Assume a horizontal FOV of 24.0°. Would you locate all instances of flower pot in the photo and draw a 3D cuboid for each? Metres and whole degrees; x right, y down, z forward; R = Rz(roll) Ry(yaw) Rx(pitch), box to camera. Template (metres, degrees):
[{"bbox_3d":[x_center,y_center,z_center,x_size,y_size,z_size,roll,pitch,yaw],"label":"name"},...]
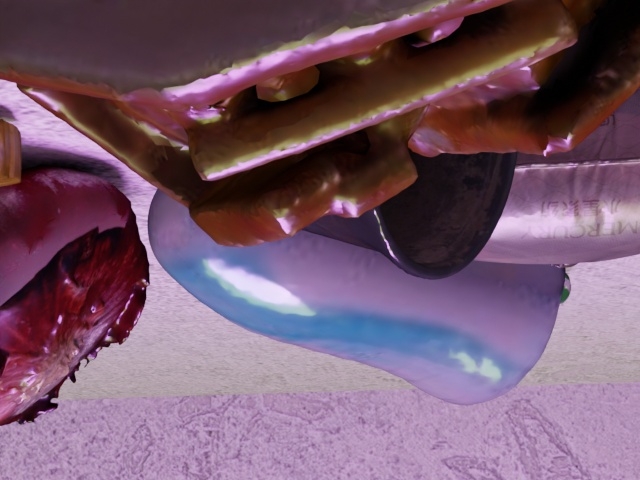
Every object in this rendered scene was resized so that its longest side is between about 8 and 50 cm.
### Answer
[{"bbox_3d":[0.029,-0.061,0.835,0.107,0.157,0.157,6,175,38],"label":"flower pot"}]

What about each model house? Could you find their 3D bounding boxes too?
[{"bbox_3d":[0.022,-0.084,0.531,0.220,0.199,0.229,26,173,25],"label":"model house"}]

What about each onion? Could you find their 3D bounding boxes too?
[{"bbox_3d":[-0.273,0.035,1.185,0.272,0.195,0.272,-41,160,-18],"label":"onion"}]

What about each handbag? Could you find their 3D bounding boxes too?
[{"bbox_3d":[0.170,-0.041,1.025,0.271,0.117,0.182,-3,177,2],"label":"handbag"}]

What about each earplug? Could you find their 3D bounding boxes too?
[{"bbox_3d":[0.012,0.008,1.159,0.324,0.185,0.185,17,160,-37],"label":"earplug"}]

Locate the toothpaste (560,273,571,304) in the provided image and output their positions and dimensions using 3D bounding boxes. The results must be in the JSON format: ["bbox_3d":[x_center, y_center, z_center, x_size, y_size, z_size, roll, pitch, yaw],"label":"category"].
[{"bbox_3d":[0.216,0.034,1.571,0.078,0.046,0.248,-10,164,21],"label":"toothpaste"}]

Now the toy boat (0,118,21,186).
[{"bbox_3d":[-0.301,-0.063,0.980,0.226,0.068,0.088,2,173,-32],"label":"toy boat"}]
